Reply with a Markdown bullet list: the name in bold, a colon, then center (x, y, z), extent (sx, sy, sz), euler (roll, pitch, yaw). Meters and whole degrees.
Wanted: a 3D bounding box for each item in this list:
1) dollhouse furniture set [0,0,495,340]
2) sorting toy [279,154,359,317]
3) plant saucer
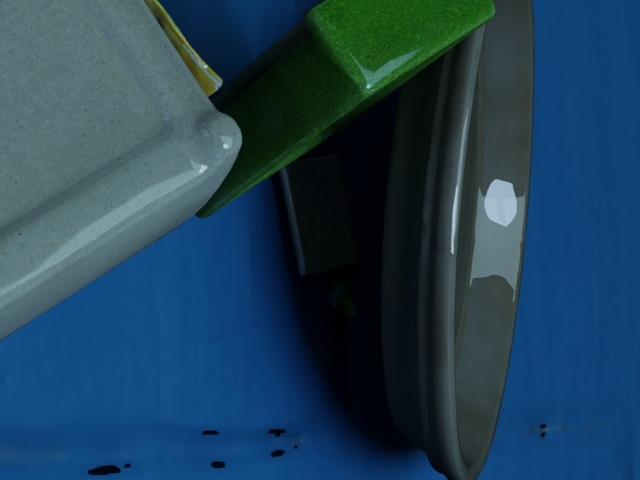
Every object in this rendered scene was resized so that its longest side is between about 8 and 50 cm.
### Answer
- **dollhouse furniture set**: center (-0.111, -0.086, 0.739), extent (0.301, 0.151, 0.197), euler (-34, 92, -34)
- **sorting toy**: center (0.000, 0.000, 0.928), extent (0.062, 0.012, 0.083), euler (-11, 90, -61)
- **plant saucer**: center (0.073, -0.016, 0.935), extent (0.278, 0.041, 0.278), euler (5, 90, -77)
